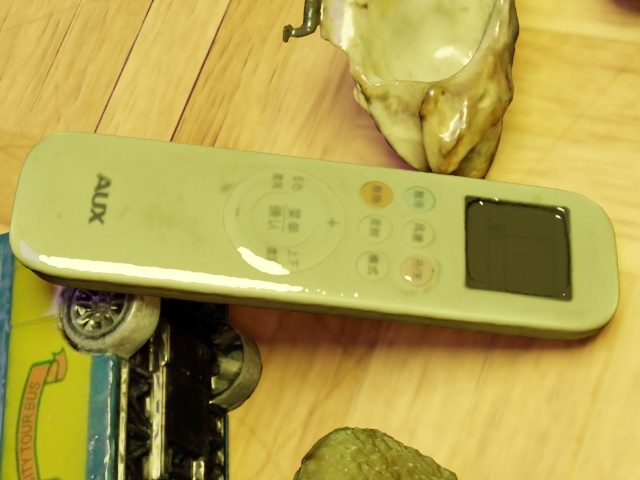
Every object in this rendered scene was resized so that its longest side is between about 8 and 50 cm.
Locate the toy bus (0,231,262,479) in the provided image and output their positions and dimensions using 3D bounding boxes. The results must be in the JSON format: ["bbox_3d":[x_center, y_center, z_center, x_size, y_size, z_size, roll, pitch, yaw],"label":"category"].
[{"bbox_3d":[-0.138,0.139,0.712,0.175,0.138,0.288,-13,63,22],"label":"toy bus"}]

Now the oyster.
[{"bbox_3d":[0.055,-0.199,0.729,0.133,0.198,0.337,-1,75,13],"label":"oyster"}]

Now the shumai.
[{"bbox_3d":[0.024,0.155,0.643,0.087,0.124,0.099,-50,25,25],"label":"shumai"}]

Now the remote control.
[{"bbox_3d":[0.000,0.000,0.666,0.309,0.038,0.090,7,56,-4],"label":"remote control"}]
